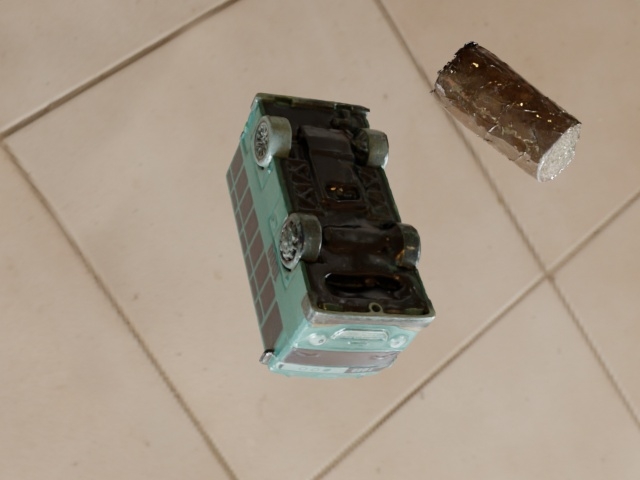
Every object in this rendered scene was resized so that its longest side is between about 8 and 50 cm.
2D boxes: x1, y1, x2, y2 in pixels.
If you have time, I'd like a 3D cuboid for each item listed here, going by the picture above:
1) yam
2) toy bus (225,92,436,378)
[{"bbox_3d":[0.183,-0.126,1.072,0.079,0.079,0.141,-36,65,-26],"label":"yam"},{"bbox_3d":[0.000,0.000,1.000,0.128,0.147,0.256,4,49,-23],"label":"toy bus"}]
